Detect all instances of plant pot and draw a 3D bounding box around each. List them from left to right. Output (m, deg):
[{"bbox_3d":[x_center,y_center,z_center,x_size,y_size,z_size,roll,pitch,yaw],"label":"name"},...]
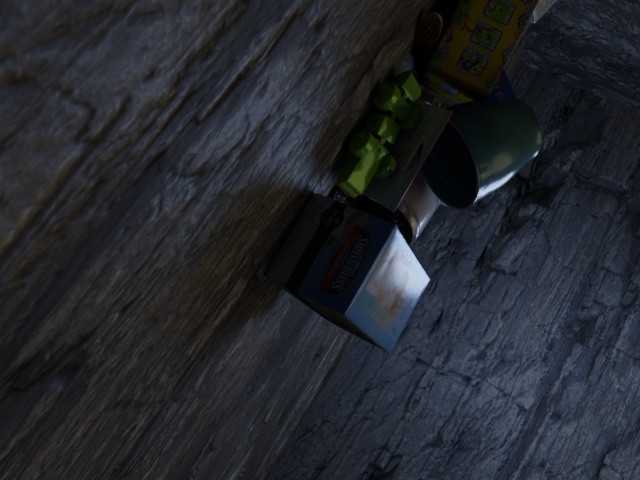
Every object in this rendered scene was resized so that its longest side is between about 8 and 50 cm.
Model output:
[{"bbox_3d":[0.430,-0.256,1.497,0.255,0.271,0.271,-25,154,-15],"label":"plant pot"}]

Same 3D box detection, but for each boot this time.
[{"bbox_3d":[0.274,-0.524,1.396,0.084,0.059,0.158,-60,175,-18],"label":"boot"}]

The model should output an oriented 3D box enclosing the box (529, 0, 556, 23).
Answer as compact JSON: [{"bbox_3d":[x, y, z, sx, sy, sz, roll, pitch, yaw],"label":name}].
[{"bbox_3d":[0.694,-0.827,1.688,0.311,0.121,0.148,-45,141,-2],"label":"box"}]

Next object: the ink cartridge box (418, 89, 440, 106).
[{"bbox_3d":[0.295,-0.379,1.695,0.127,0.072,0.175,-64,167,13],"label":"ink cartridge box"}]

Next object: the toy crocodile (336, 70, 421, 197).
[{"bbox_3d":[0.140,-0.260,1.342,0.115,0.105,0.340,32,83,-37],"label":"toy crocodile"}]

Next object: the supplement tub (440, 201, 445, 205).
[{"bbox_3d":[0.626,-0.342,2.598,0.324,0.235,0.235,-58,166,-12],"label":"supplement tub"}]

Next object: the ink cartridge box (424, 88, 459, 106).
[{"bbox_3d":[0.439,-0.435,1.834,0.086,0.203,0.148,-60,166,3],"label":"ink cartridge box"}]

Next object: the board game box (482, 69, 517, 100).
[{"bbox_3d":[0.556,-0.522,1.858,0.078,0.347,0.233,-21,171,10],"label":"board game box"}]

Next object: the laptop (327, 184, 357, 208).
[{"bbox_3d":[0.000,0.000,1.514,0.234,0.137,0.264,-59,140,-11],"label":"laptop"}]

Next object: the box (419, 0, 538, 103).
[{"bbox_3d":[0.417,-0.537,1.515,0.279,0.177,0.290,-64,178,9],"label":"box"}]

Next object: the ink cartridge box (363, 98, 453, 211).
[{"bbox_3d":[0.206,-0.216,1.398,0.060,0.239,0.275,24,101,-34],"label":"ink cartridge box"}]

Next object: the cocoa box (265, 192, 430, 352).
[{"bbox_3d":[0.082,0.087,1.342,0.231,0.228,0.347,-59,148,-10],"label":"cocoa box"}]

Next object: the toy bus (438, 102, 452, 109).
[{"bbox_3d":[0.371,-0.292,1.742,0.211,0.149,0.220,-45,165,0],"label":"toy bus"}]

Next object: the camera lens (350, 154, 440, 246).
[{"bbox_3d":[0.230,-0.117,1.667,0.274,0.219,0.219,-51,162,-36],"label":"camera lens"}]
